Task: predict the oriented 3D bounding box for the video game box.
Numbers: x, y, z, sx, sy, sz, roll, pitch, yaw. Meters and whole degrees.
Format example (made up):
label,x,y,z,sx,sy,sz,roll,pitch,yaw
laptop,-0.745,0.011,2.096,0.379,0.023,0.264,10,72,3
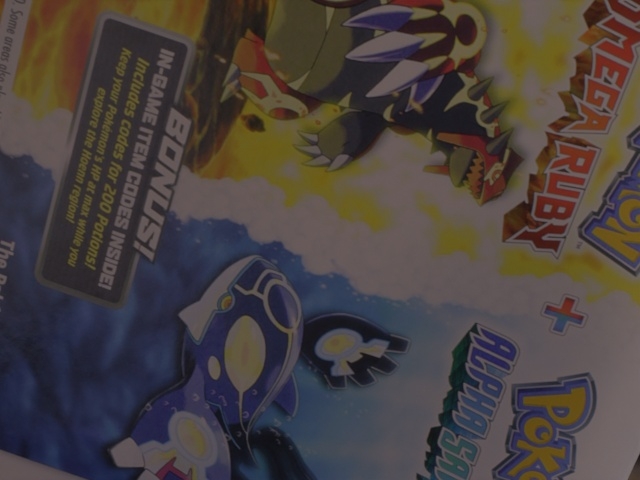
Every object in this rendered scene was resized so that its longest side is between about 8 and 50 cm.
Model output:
label,x,y,z,sx,sy,sz,roll,pitch,yaw
video game box,0.000,0.000,0.437,0.048,0.187,0.205,-76,3,-64
